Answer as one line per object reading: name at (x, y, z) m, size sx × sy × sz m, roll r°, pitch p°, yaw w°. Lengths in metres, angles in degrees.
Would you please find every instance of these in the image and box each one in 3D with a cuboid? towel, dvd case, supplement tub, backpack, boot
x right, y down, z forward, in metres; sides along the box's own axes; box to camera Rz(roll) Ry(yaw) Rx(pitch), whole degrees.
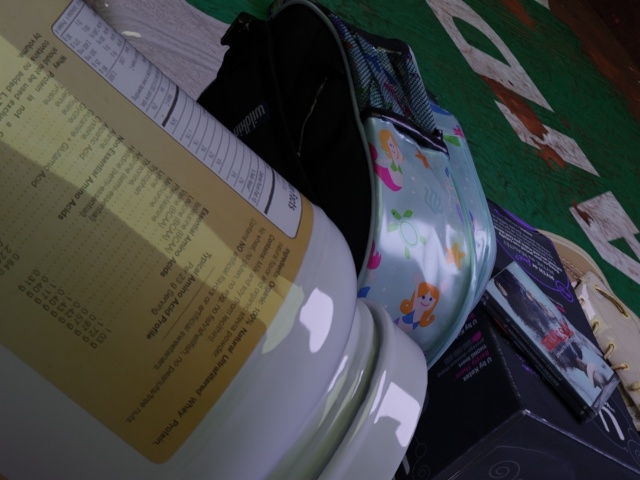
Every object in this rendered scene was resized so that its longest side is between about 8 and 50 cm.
towel at (-0.085, -0.128, 1.192) m, size 0.282 × 0.049 × 0.187 m, roll 22°, pitch 33°, yaw -46°
dvd case at (0.165, 0.071, 0.986) m, size 0.119 × 0.013 × 0.087 m, roll 50°, pitch 25°, yaw 7°
supplement tub at (-0.128, 0.024, 0.632) m, size 0.316 × 0.228 × 0.228 m, roll 42°, pitch 23°, yaw -15°
backpack at (0.000, 0.000, 0.911) m, size 0.191 × 0.225 × 0.253 m, roll 25°, pitch 35°, yaw -33°
boot at (0.271, 0.117, 1.372) m, size 0.262 × 0.095 × 0.203 m, roll 42°, pitch 23°, yaw -29°

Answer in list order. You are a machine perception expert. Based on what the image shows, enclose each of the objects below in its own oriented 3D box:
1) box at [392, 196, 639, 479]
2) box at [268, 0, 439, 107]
box at (0.121, 0.098, 1.064) m, size 0.165 × 0.143 × 0.270 m, roll 29°, pitch 29°, yaw -33°
box at (0.047, -0.165, 1.493) m, size 0.233 × 0.044 × 0.159 m, roll 35°, pitch 26°, yaw -28°
